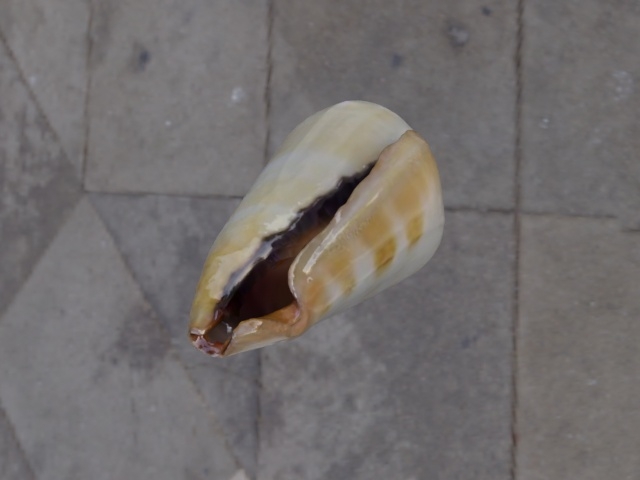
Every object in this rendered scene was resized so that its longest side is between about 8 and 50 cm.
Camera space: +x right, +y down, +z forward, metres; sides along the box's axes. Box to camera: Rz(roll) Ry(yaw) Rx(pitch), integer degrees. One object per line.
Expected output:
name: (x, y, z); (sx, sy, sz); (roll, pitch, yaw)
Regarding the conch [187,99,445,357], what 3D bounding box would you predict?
conch: (0.005, 0.008, 0.869); (0.158, 0.255, 0.127); (6, 135, 39)
